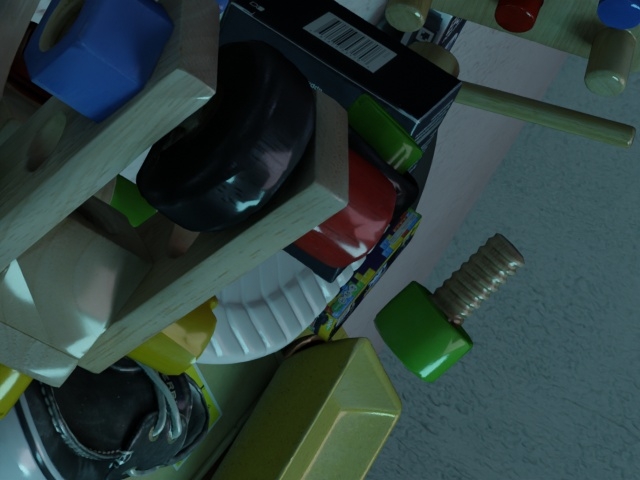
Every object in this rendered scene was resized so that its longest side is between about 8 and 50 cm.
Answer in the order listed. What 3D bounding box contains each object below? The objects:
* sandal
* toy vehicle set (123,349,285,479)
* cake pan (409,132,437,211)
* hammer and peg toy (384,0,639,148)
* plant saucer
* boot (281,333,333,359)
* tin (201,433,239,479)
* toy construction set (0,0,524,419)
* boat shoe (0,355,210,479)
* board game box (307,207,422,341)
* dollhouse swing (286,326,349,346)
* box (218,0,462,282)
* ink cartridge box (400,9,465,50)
[{"bbox_3d":[-0.048,-0.008,1.028,0.102,0.169,0.416,-11,-167,36],"label":"sandal"},{"bbox_3d":[-0.142,0.159,1.118,0.267,0.035,0.166,-49,137,-31],"label":"toy vehicle set"},{"bbox_3d":[0.065,-0.051,1.396,0.293,0.054,0.293,-57,162,-31],"label":"cake pan"},{"bbox_3d":[0.187,-0.227,0.994,0.361,0.266,0.127,102,6,-62],"label":"hammer and peg toy"},{"bbox_3d":[-0.042,0.270,1.255,0.332,0.081,0.333,-59,160,-13],"label":"plant saucer"},{"bbox_3d":[-0.088,0.234,1.473,0.262,0.095,0.203,-55,-166,-24],"label":"boot"},{"bbox_3d":[-0.102,0.262,1.267,0.106,0.040,0.189,-49,157,-25],"label":"tin"},{"bbox_3d":[-0.133,-0.025,0.400,0.237,0.257,0.309,-44,151,10],"label":"toy construction set"},{"bbox_3d":[-0.151,0.112,0.820,0.119,0.121,0.335,-19,173,1],"label":"boat shoe"},{"bbox_3d":[0.000,0.000,1.187,0.170,0.141,0.048,-47,166,-36],"label":"board game box"},{"bbox_3d":[0.015,0.299,1.756,0.315,0.305,0.347,-51,168,-20],"label":"dollhouse swing"},{"bbox_3d":[-0.008,-0.083,0.853,0.093,0.156,0.158,-43,165,-53],"label":"box"},{"bbox_3d":[0.133,-0.246,1.222,0.206,0.045,0.208,-55,172,-50],"label":"ink cartridge box"}]
